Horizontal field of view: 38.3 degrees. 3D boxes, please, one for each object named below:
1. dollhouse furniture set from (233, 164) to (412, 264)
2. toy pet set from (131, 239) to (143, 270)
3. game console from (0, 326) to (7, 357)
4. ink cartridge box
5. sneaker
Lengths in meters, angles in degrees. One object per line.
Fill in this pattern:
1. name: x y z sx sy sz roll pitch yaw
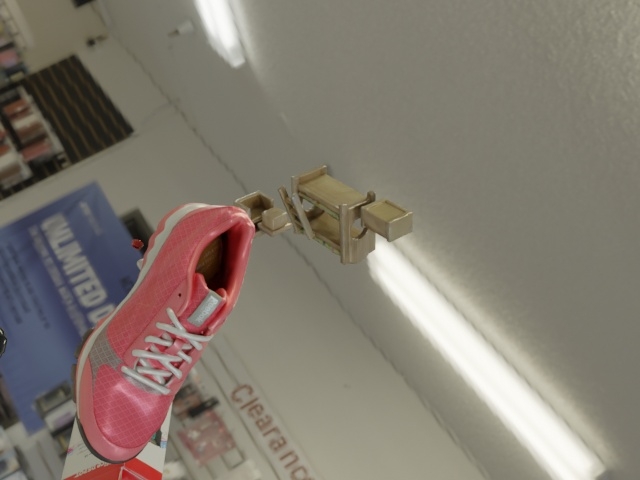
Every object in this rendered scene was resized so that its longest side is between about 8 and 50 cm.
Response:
1. dollhouse furniture set: 0.000 0.000 1.206 0.182 0.161 0.101 32 -44 42
2. toy pet set: -0.201 0.066 1.221 0.114 0.065 0.122 15 -26 10
3. game console: -0.334 0.050 0.668 0.213 0.044 0.361 24 -17 -30
4. ink cartridge box: -0.295 0.304 1.331 0.078 0.134 0.231 42 33 -35
5. sneaker: -0.165 0.087 0.993 0.116 0.314 0.136 33 -23 -28
